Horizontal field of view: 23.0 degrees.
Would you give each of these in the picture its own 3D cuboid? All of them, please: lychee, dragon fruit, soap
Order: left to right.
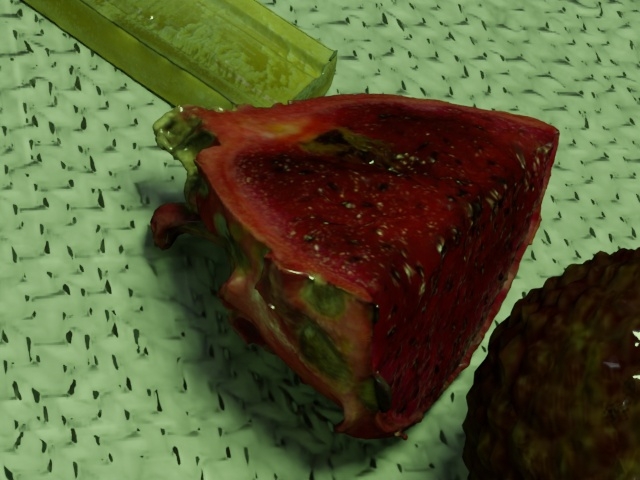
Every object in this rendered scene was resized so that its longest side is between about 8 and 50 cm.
[{"bbox_3d":[-0.113,-0.154,1.011,0.252,0.037,0.092,35,49,12],"label":"soap"},{"bbox_3d":[0.000,0.000,0.877,0.211,0.134,0.262,28,33,21],"label":"dragon fruit"},{"bbox_3d":[0.182,0.112,0.769,0.236,0.236,0.271,9,79,-10],"label":"lychee"}]
